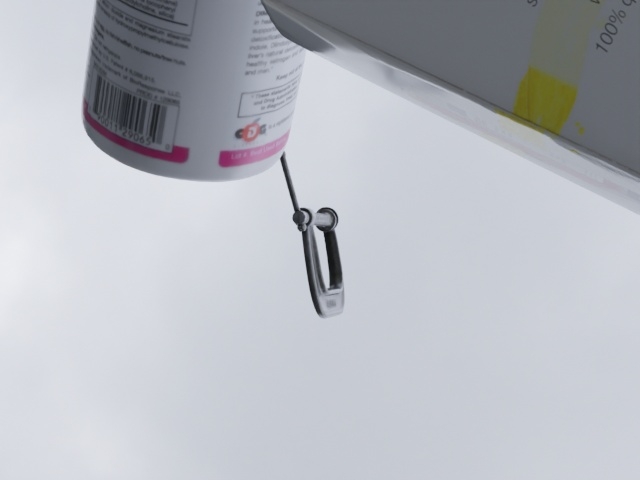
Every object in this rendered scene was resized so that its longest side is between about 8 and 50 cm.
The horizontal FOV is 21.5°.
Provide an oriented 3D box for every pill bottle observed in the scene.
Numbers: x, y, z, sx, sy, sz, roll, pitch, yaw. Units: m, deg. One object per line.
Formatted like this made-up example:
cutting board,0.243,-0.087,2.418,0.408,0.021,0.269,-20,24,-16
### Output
pill bottle,-0.079,-0.199,1.219,0.160,0.160,0.283,37,-53,37

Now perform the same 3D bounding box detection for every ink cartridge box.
ink cartridge box,0.196,-0.170,0.971,0.384,0.160,0.279,27,-92,6

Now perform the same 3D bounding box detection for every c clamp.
c clamp,0.000,0.000,1.444,0.022,0.160,0.137,-11,-98,9
